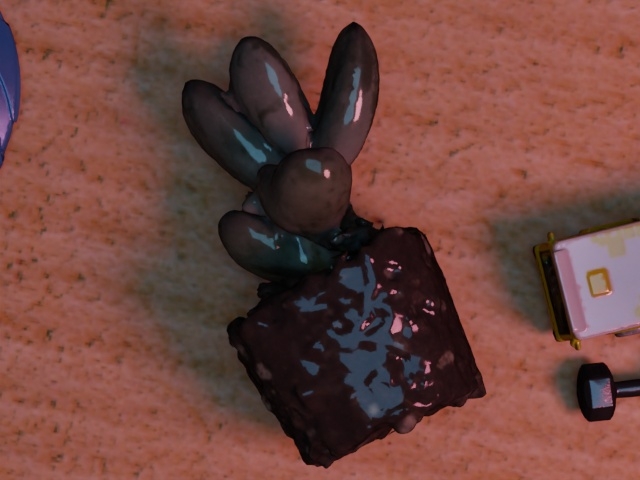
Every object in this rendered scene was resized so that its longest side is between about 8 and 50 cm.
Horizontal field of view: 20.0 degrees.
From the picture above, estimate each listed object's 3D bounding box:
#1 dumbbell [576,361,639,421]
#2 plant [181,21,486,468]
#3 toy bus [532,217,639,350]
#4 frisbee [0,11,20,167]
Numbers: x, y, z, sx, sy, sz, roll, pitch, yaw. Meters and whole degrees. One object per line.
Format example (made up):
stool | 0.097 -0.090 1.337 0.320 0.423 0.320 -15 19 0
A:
dumbbell | 0.214 0.099 1.222 0.083 0.040 0.036 -6 56 -1
plant | -0.001 0.002 1.165 0.146 0.149 0.275 -18 86 -2
toy bus | 0.260 0.012 1.206 0.226 0.074 0.081 -12 89 -2
frisbee | -0.323 -0.104 1.213 0.242 0.045 0.242 0 89 0
